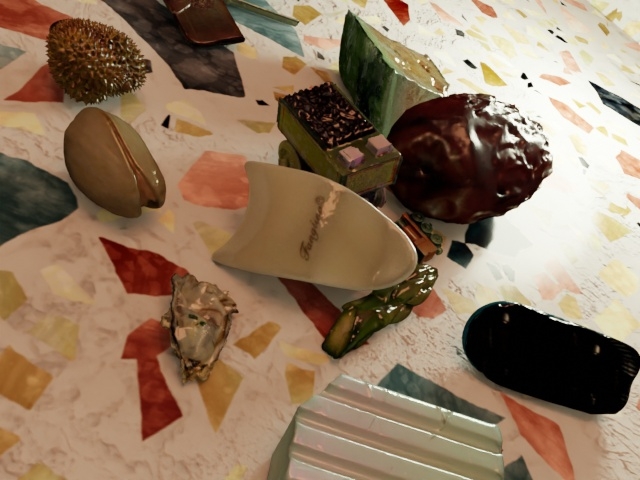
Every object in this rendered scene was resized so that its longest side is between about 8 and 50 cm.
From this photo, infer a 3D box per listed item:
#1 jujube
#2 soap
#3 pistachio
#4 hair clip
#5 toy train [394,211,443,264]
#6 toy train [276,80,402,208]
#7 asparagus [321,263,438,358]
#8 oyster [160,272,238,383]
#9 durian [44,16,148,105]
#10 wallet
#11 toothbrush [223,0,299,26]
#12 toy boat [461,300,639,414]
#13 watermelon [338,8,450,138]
[{"bbox_3d":[0.293,-0.162,1.295,0.377,0.258,0.258,-13,57,-32],"label":"jujube"},{"bbox_3d":[0.087,0.284,0.837,0.290,0.095,0.172,20,43,-10],"label":"soap"},{"bbox_3d":[-0.303,-0.112,0.981,0.185,0.124,0.124,45,43,12],"label":"pistachio"},{"bbox_3d":[-0.001,-0.004,1.008,0.282,0.113,0.172,22,78,-12],"label":"hair clip"},{"bbox_3d":[0.175,-0.007,1.215,0.064,0.044,0.103,-24,64,-31],"label":"toy train"},{"bbox_3d":[0.023,-0.145,1.138,0.134,0.177,0.261,-22,57,-26],"label":"toy train"},{"bbox_3d":[0.108,0.093,1.049,0.287,0.080,0.080,-25,64,-43],"label":"asparagus"},{"bbox_3d":[-0.170,0.109,0.893,0.108,0.053,0.165,43,27,-26],"label":"oyster"},{"bbox_3d":[-0.383,-0.303,1.121,0.168,0.137,0.158,35,20,-7],"label":"durian"},{"bbox_3d":[-0.271,-0.513,1.438,0.137,0.031,0.255,-15,64,-33],"label":"wallet"},{"bbox_3d":[-0.187,-0.549,1.549,0.295,0.026,0.028,10,59,-21],"label":"toothbrush"},{"bbox_3d":[0.366,0.185,1.101,0.299,0.134,0.092,20,6,-8],"label":"toy boat"},{"bbox_3d":[0.152,-0.340,1.469,0.302,0.151,0.264,16,37,-41],"label":"watermelon"}]
